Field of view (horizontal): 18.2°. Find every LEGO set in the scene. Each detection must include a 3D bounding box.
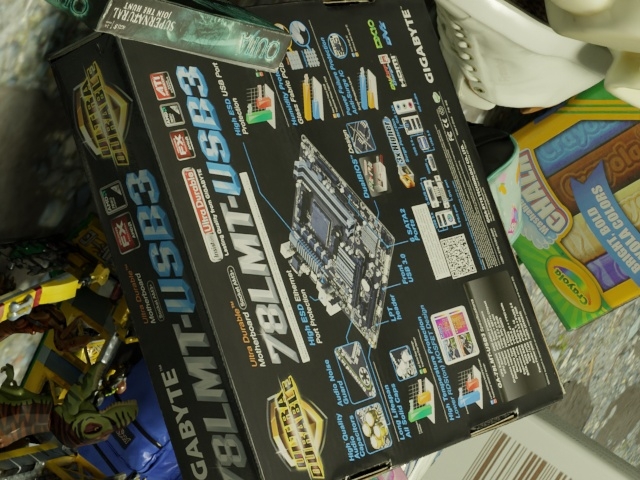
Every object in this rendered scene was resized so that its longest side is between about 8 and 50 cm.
[{"bbox_3d":[-0.162,0.123,1.180,0.255,0.192,0.331,-60,157,10],"label":"LEGO set"}]

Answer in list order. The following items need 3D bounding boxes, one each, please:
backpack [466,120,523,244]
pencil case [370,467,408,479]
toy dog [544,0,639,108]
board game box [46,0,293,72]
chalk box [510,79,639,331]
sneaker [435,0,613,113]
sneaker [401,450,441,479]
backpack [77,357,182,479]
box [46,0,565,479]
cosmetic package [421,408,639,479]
[{"bbox_3d":[0.063,-0.012,1.470,0.188,0.166,0.144,-47,133,-45],"label":"backpack"},{"bbox_3d":[-0.066,0.230,1.385,0.284,0.124,0.124,-29,156,3],"label":"pencil case"},{"bbox_3d":[0.319,-0.300,1.439,0.284,0.395,0.408,1,-108,69],"label":"toy dog"},{"bbox_3d":[-0.108,-0.133,1.038,0.186,0.126,0.026,4,114,-63],"label":"board game box"},{"bbox_3d":[0.265,-0.054,1.744,0.289,0.179,0.180,-31,-178,44],"label":"chalk box"},{"bbox_3d":[0.124,-0.152,1.503,0.123,0.106,0.290,-35,151,21],"label":"sneaker"},{"bbox_3d":[0.005,0.212,1.543,0.131,0.112,0.296,8,101,-64],"label":"sneaker"},{"bbox_3d":[-0.116,0.133,1.415,0.120,0.098,0.101,-48,150,13],"label":"backpack"},{"bbox_3d":[0.000,0.000,1.220,0.073,0.295,0.293,-23,175,42],"label":"box"},{"bbox_3d":[0.218,0.362,2.064,0.327,0.329,0.393,-58,156,2],"label":"cosmetic package"}]
